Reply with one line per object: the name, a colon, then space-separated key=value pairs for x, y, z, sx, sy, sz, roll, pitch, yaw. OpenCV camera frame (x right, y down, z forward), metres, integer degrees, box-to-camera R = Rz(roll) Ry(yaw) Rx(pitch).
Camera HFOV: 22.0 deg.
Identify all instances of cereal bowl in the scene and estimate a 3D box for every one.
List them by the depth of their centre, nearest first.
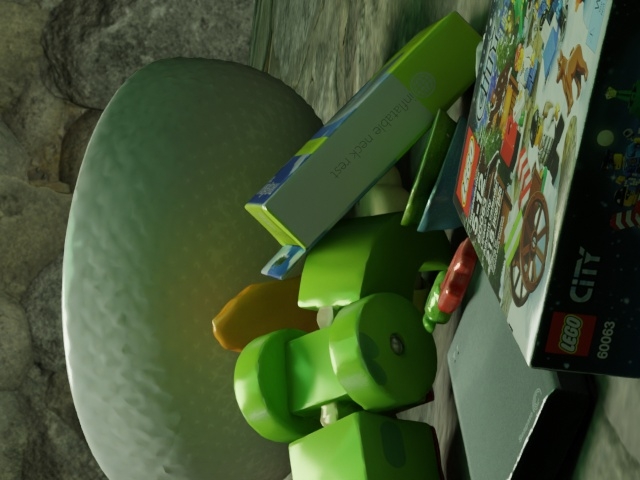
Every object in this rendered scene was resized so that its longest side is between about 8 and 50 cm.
cereal bowl: x=-0.050 y=0.033 z=1.219 sx=0.339 sy=0.141 sz=0.339 roll=2 pitch=-90 yaw=-70

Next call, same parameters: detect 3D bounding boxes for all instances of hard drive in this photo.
hard drive: x=0.090 y=0.064 z=0.769 sx=0.135 sy=0.022 sz=0.094 roll=-96 pitch=21 yaw=-56

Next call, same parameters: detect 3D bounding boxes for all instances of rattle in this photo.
rattle: x=0.000 y=0.000 z=1.115 sx=0.130 sy=0.143 sz=0.199 roll=76 pitch=-175 yaw=-53

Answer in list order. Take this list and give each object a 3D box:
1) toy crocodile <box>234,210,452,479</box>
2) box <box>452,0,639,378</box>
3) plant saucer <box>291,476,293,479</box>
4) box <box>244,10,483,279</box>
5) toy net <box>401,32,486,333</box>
toy crocodile: x=0.028 y=0.142 z=0.933 sx=0.115 sy=0.105 sz=0.340 roll=-25 pitch=60 yaw=44
box: x=0.100 y=-0.090 z=0.582 sx=0.159 sy=0.044 sz=0.233 roll=-105 pitch=23 yaw=-67
plant saucer: x=-0.006 y=0.327 z=1.224 sx=0.310 sy=0.050 sz=0.310 roll=-175 pitch=90 yaw=-82
box: x=0.021 y=-0.055 z=0.970 sx=0.178 sy=0.042 sz=0.109 roll=-45 pitch=6 yaw=-5
toy net: x=0.074 y=-0.042 z=0.812 sx=0.232 sy=0.045 sz=0.122 roll=107 pitch=-176 yaw=-66
